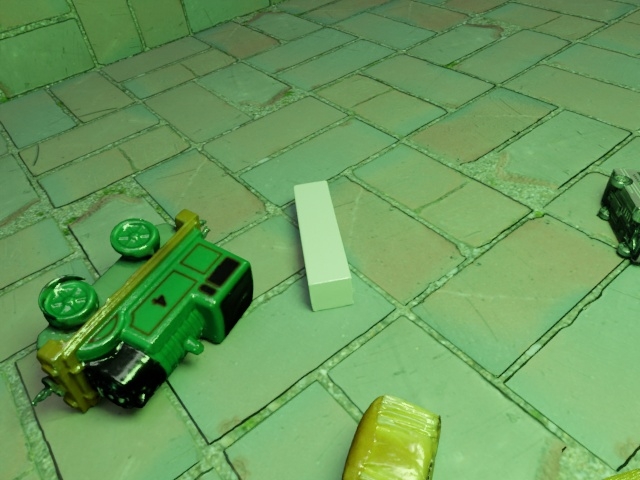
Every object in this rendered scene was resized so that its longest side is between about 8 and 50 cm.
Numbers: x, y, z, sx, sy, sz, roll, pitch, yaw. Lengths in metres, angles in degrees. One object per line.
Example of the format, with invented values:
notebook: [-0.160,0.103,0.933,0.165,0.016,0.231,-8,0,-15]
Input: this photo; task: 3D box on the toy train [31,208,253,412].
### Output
toy train: [-0.283,0.121,0.855,0.249,0.178,0.429,22,49,15]

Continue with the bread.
bread: [0.086,0.294,0.628,0.114,0.132,0.190,13,43,21]

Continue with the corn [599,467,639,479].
corn: [0.392,0.310,0.641,0.083,0.028,0.027,-14,48,0]

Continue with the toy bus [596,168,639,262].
toy bus: [0.610,-0.048,0.948,0.108,0.096,0.199,2,40,5]

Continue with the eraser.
eraser: [0.001,0.000,1.002,0.078,0.076,0.298,-10,43,-1]
